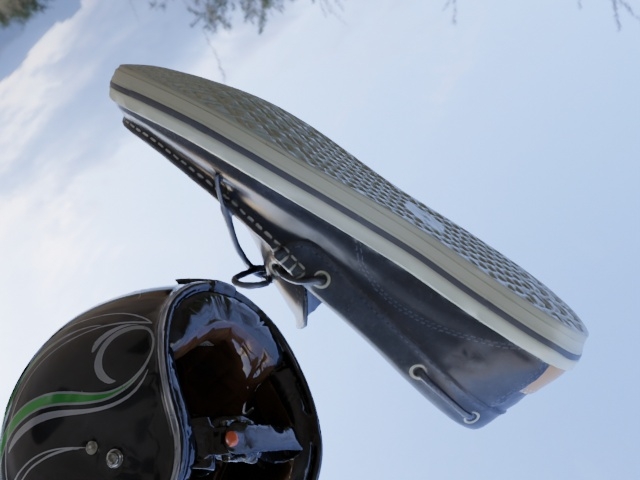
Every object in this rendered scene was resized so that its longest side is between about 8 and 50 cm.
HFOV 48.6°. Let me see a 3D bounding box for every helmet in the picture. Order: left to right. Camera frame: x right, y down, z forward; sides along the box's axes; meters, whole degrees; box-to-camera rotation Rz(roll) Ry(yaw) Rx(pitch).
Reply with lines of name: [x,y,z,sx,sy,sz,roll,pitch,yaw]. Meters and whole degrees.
helmet: [-0.099,0.116,0.405,0.162,0.169,0.169,-32,-145,24]

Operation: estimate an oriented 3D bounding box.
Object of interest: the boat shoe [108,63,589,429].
boat shoe: [0.000,0.000,0.662,0.156,0.500,0.187,-57,177,19]
